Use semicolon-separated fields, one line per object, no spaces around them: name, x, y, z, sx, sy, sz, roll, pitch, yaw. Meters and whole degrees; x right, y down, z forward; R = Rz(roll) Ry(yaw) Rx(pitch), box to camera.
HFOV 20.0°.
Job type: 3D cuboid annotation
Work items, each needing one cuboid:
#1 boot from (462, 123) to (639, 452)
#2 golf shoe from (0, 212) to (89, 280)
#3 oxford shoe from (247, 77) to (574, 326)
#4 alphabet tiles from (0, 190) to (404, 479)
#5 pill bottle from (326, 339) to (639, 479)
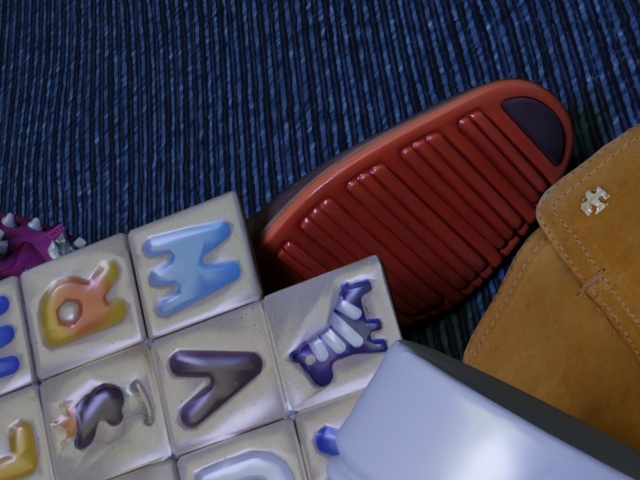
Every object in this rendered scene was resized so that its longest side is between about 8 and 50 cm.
boot;0.182;0.007;0.662;0.295;0.104;0.211;-44;41;16
golf shoe;-0.163;0.128;0.942;0.140;0.115;0.306;-54;30;35
oxford shoe;0.000;0.000;0.883;0.271;0.097;0.098;-35;28;15
alphabet tiles;-0.109;0.140;0.795;0.342;0.011;0.285;-21;65;14
pill bottle;0.018;0.186;0.575;0.160;0.160;0.283;30;94;55
